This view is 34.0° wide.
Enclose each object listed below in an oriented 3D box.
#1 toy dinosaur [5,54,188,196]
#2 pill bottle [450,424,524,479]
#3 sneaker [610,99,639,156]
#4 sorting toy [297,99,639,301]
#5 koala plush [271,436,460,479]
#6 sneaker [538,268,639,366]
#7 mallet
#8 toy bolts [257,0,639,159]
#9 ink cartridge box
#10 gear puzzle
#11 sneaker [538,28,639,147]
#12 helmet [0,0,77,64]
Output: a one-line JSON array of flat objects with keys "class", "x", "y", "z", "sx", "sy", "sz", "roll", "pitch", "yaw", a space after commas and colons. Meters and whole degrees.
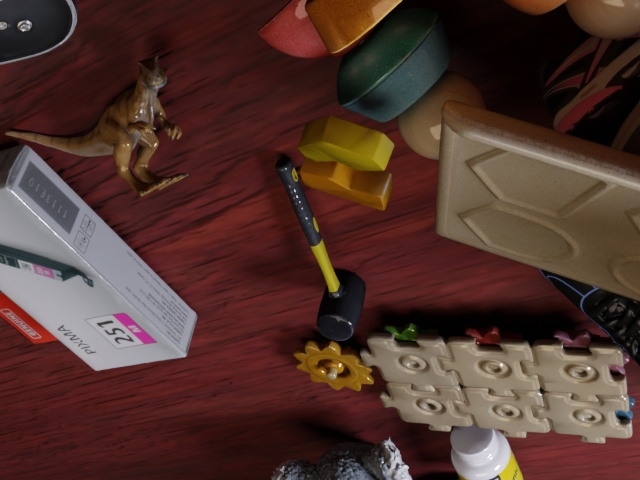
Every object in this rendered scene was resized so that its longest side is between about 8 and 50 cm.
[{"class": "toy dinosaur", "x": -0.166, "y": -0.088, "z": 0.871, "sx": 0.211, "sy": 0.064, "sz": 0.112, "roll": -26, "pitch": 95, "yaw": 45}, {"class": "pill bottle", "x": 0.179, "y": 0.242, "z": 1.137, "sx": 0.065, "sy": 0.065, "sz": 0.116, "roll": -5, "pitch": 137, "yaw": 24}, {"class": "sneaker", "x": 0.301, "y": -0.050, "z": 0.605, "sx": 0.124, "sy": 0.180, "sz": 0.321, "roll": 4, "pitch": 142, "yaw": -34}, {"class": "sorting toy", "x": 0.130, "y": -0.029, "z": 0.640, "sx": 0.307, "sy": 0.041, "sz": 0.229, "roll": 19, "pitch": 167, "yaw": 11}, {"class": "koala plush", "x": 0.065, "y": 0.314, "z": 1.182, "sx": 0.196, "sy": 0.203, "sz": 0.221, "roll": -12, "pitch": 122, "yaw": 30}, {"class": "sneaker", "x": 0.278, "y": 0.066, "z": 0.869, "sx": 0.232, "sy": 0.090, "sz": 0.081, "roll": 25, "pitch": 141, "yaw": -12}, {"class": "mallet", "x": 0.000, "y": 0.000, "z": 0.933, "sx": 0.039, "sy": 0.062, "sz": 0.190, "roll": -5, "pitch": 123, "yaw": 22}, {"class": "toy bolts", "x": 0.077, "y": -0.122, "z": 0.622, "sx": 0.158, "sy": 0.218, "sz": 0.228, "roll": 44, "pitch": 143, "yaw": -14}, {"class": "ink cartridge box", "x": -0.296, "y": 0.036, "z": 1.044, "sx": 0.239, "sy": 0.060, "sz": 0.275, "roll": -13, "pitch": 136, "yaw": 29}, {"class": "gear puzzle", "x": 0.135, "y": 0.131, "z": 1.041, "sx": 0.339, "sy": 0.044, "sz": 0.175, "roll": 0, "pitch": 141, "yaw": 22}, {"class": "sneaker", "x": 0.208, "y": -0.137, "z": 0.666, "sx": 0.178, "sy": 0.077, "sz": 0.072, "roll": -38, "pitch": 145, "yaw": 21}, {"class": "helmet", "x": -0.235, "y": -0.187, "z": 0.680, "sx": 0.161, "sy": 0.169, "sz": 0.169, "roll": -16, "pitch": 133, "yaw": 21}]
